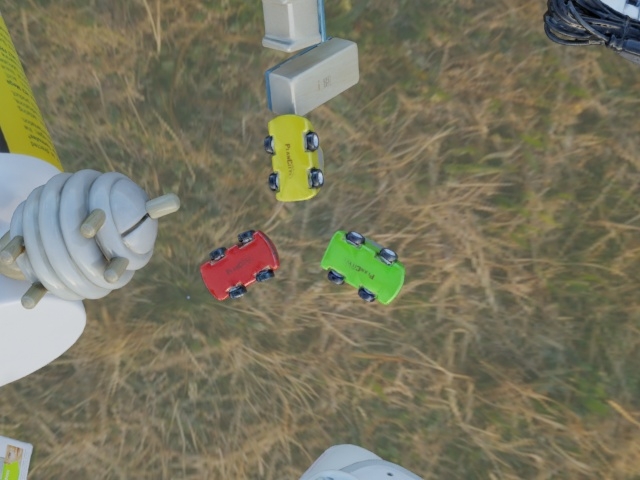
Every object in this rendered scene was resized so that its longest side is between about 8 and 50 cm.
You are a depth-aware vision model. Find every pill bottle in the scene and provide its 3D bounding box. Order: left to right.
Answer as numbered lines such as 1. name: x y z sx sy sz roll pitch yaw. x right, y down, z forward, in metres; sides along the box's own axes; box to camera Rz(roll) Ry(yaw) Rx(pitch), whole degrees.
1. pill bottle: -0.293 -0.062 0.883 0.187 0.188 0.334 -24 69 -7

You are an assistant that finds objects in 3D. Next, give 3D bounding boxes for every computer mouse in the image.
1. computer mouse: 0.189 -0.153 0.744 0.106 0.193 0.042 17 118 1

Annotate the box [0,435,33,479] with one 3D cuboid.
1. box: -0.422 0.258 1.314 0.103 0.203 0.114 -1 71 23

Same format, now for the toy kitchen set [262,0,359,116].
1. toy kitchen set: -0.059 -0.274 1.399 0.122 0.166 0.207 -34 133 -39

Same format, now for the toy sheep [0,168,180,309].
1. toy sheep: -0.147 -0.003 0.758 0.132 0.091 0.091 -13 89 16

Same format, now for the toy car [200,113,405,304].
1. toy car: 0.000 0.000 1.377 0.225 0.053 0.239 30 106 15

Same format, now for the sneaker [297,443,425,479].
1. sneaker: -0.009 0.124 0.429 0.232 0.090 0.115 23 41 -34
